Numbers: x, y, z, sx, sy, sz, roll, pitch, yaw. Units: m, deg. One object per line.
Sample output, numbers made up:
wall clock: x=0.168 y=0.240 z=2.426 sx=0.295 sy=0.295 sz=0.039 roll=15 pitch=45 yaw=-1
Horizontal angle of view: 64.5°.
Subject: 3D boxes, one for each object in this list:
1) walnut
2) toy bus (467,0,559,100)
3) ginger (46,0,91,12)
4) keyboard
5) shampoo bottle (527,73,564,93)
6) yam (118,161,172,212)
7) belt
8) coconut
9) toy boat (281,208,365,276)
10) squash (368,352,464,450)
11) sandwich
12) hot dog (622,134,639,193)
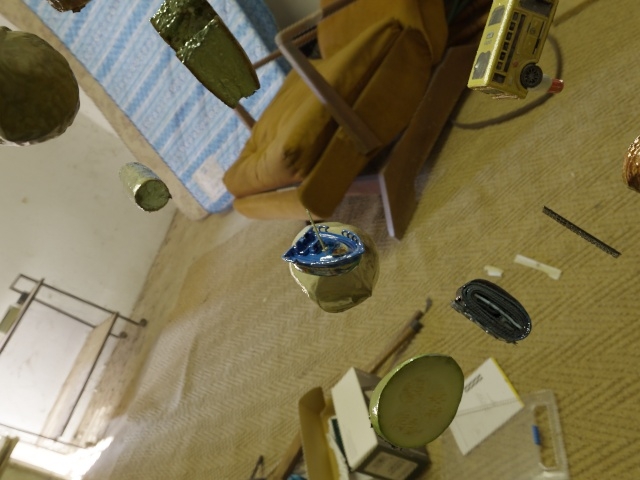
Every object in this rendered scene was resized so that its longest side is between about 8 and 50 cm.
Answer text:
walnut: x=-0.220 y=-0.108 z=0.366 sx=0.092 sy=0.092 sz=0.092 roll=-39 pitch=30 yaw=29
toy bus: x=0.505 y=-0.539 z=1.304 sx=0.145 sy=0.151 sz=0.332 roll=-128 pitch=52 yaw=-73
ginger: x=-0.267 y=-0.348 z=0.590 sx=0.162 sy=0.103 sz=0.073 roll=-30 pitch=-6 yaw=13
keyboard: x=0.613 y=-0.021 z=1.199 sx=0.198 sy=0.063 sz=0.010 roll=39 pitch=96 yaw=24
shampoo bottle: x=0.631 y=-0.474 z=1.521 sx=0.108 sy=0.220 sz=0.052 roll=-158 pitch=70 yaw=-68
yam: x=-0.403 y=-0.129 z=1.132 sx=0.083 sy=0.083 sz=0.371 roll=-57 pitch=30 yaw=-3
belt: x=0.487 y=0.200 z=1.448 sx=0.122 sy=0.218 sz=0.128 roll=-51 pitch=-13 yaw=-6
coconut: x=0.042 y=0.058 z=1.143 sx=0.224 sy=0.224 sz=0.224 roll=-39 pitch=30 yaw=29
toy boat: x=0.000 y=0.000 z=0.773 sx=0.174 sy=0.110 sz=0.091 roll=9 pitch=48 yaw=50
squash: x=0.212 y=0.360 z=1.111 sx=0.261 sy=0.189 sz=0.190 roll=109 pitch=-176 yaw=-67
sandwich: x=-0.231 y=-0.400 z=1.055 sx=0.122 sy=0.236 sz=0.128 roll=-41 pitch=-7 yaw=7
hot dog: x=0.788 y=-0.193 z=1.090 sx=0.259 sy=0.175 sz=0.114 roll=-34 pitch=33 yaw=57
